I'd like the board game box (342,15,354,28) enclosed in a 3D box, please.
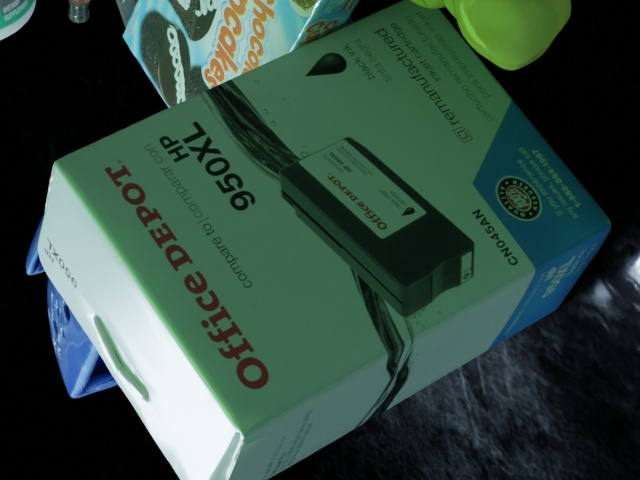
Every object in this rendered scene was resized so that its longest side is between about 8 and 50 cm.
[{"bbox_3d":[-0.074,-0.212,1.739,0.316,0.064,0.242,-1,113,61],"label":"board game box"}]

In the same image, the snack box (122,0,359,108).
[{"bbox_3d":[-0.074,-0.217,1.536,0.187,0.060,0.322,57,146,15],"label":"snack box"}]

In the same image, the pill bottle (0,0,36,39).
[{"bbox_3d":[-0.482,-0.438,2.106,0.204,0.204,0.361,39,146,39],"label":"pill bottle"}]

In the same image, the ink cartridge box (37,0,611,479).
[{"bbox_3d":[0.000,0.000,1.433,0.285,0.395,0.166,53,153,17],"label":"ink cartridge box"}]

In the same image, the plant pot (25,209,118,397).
[{"bbox_3d":[-0.231,0.037,2.079,0.212,0.236,0.236,63,154,14],"label":"plant pot"}]

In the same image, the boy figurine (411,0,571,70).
[{"bbox_3d":[0.097,-0.265,1.357,0.285,0.092,0.177,53,152,18],"label":"boy figurine"}]

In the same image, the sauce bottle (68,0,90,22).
[{"bbox_3d":[-0.298,-0.321,2.065,0.042,0.042,0.128,49,149,26],"label":"sauce bottle"}]

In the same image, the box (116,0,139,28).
[{"bbox_3d":[-0.178,-0.353,1.703,0.183,0.056,0.231,-58,45,49],"label":"box"}]
